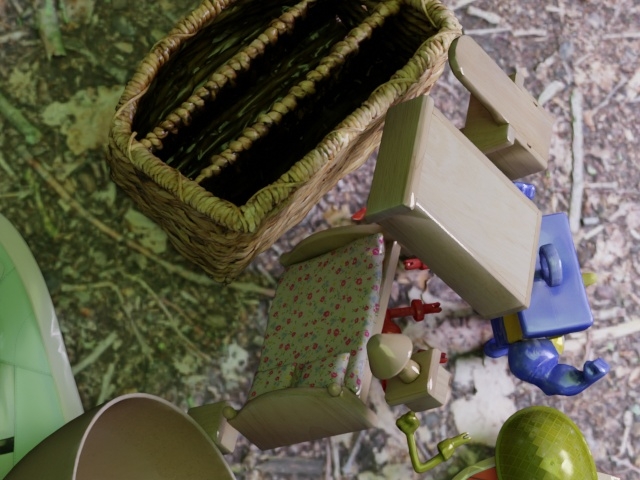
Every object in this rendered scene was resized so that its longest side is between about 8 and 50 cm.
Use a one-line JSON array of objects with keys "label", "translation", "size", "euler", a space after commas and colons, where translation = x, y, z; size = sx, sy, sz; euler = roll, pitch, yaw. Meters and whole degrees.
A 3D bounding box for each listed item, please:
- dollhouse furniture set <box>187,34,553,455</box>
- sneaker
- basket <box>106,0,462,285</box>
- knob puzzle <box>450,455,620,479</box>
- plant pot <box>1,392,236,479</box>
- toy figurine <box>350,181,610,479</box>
[{"label": "dollhouse furniture set", "translation": [0.000, 0.000, 1.644], "size": [0.174, 0.355, 0.303], "euler": [42, 47, -34]}, {"label": "sneaker", "translation": [-0.309, 0.105, 1.668], "size": [0.151, 0.094, 0.256], "euler": [-16, 79, -14]}, {"label": "basket", "translation": [-0.050, -0.143, 1.707], "size": [0.299, 0.223, 0.213], "euler": [-42, 84, -15]}, {"label": "knob puzzle", "translation": [0.181, 0.287, 1.734], "size": [0.213, 0.030, 0.213], "euler": [2, 76, -8]}, {"label": "plant pot", "translation": [-0.198, 0.293, 1.573], "size": [0.191, 0.284, 0.284], "euler": [-21, 77, 24]}, {"label": "toy figurine", "translation": [0.167, 0.079, 1.670], "size": [0.191, 0.217, 0.363], "euler": [-5, 71, -14]}]
